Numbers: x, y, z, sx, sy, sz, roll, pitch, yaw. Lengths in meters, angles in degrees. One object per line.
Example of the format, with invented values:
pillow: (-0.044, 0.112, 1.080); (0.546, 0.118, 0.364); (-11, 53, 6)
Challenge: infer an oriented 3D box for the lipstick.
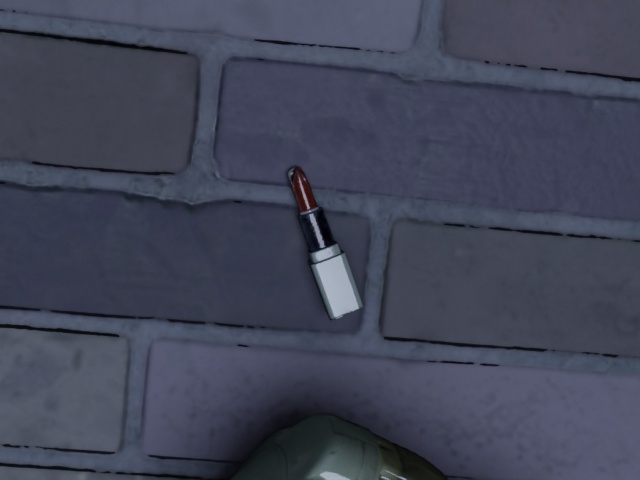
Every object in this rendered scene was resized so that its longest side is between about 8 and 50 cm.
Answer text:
lipstick: (0.000, 0.000, 1.068); (0.025, 0.025, 0.107); (-20, 98, -4)

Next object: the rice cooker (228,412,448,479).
rice cooker: (0.019, 0.277, 1.002); (0.277, 0.288, 0.288); (28, 97, -12)
